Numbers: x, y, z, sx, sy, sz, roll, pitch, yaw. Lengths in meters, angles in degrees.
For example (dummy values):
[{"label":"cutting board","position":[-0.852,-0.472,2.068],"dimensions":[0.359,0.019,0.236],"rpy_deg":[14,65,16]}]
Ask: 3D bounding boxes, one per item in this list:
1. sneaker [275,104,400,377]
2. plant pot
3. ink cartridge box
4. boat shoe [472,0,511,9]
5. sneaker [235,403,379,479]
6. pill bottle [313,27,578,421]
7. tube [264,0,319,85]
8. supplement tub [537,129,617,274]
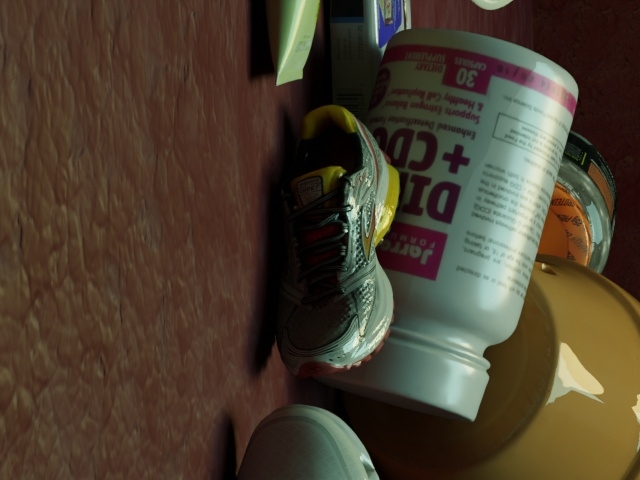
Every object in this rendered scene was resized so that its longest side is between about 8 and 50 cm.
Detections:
[{"label":"sneaker","position":[0.000,0.000,1.332],"dimensions":[0.093,0.088,0.225],"rpy_deg":[58,27,-46]},{"label":"plant pot","position":[0.149,0.130,1.620],"dimensions":[0.203,0.291,0.291],"rpy_deg":[37,52,-57]},{"label":"ink cartridge box","position":[0.046,-0.178,1.614],"dimensions":[0.208,0.045,0.206],"rpy_deg":[-50,138,-72]},{"label":"boat shoe","position":[0.105,-0.346,1.640],"dimensions":[0.091,0.109,0.305],"rpy_deg":[28,-33,54]},{"label":"sneaker","position":[-0.023,0.238,1.145],"dimensions":[0.118,0.110,0.292],"rpy_deg":[46,44,-62]},{"label":"pill bottle","position":[0.093,-0.010,1.472],"dimensions":[0.160,0.160,0.283],"rpy_deg":[46,58,-74]},{"label":"tube","position":[-0.014,-0.228,1.285],"dimensions":[0.070,0.062,0.240],"rpy_deg":[-3,100,-39]},{"label":"supplement tub","position":[0.251,-0.024,2.258],"dimensions":[0.338,0.207,0.207],"rpy_deg":[-42,131,-75]}]
